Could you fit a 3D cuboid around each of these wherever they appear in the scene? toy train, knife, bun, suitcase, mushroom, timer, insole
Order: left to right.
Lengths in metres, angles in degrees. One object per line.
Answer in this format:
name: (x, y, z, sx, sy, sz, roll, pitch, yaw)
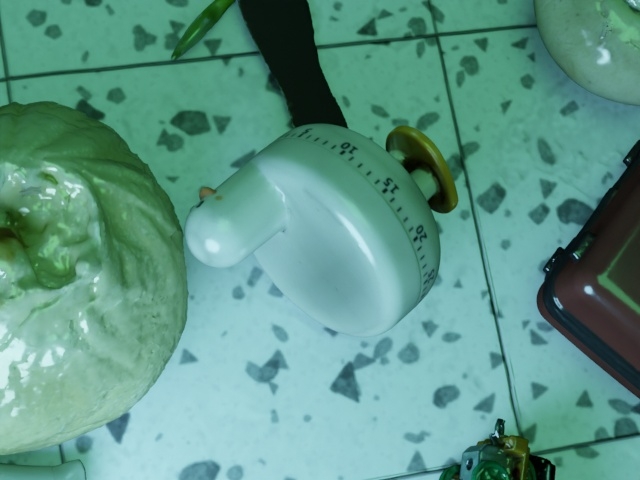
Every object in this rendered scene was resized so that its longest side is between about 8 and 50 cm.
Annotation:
bun: (-0.299, 0.032, 1.428, 0.352, 0.227, 0.349, -40, 89, -16)
knife: (-0.110, -0.272, 1.648, 0.022, 0.026, 0.184, 44, 68, -14)
insole: (-0.034, -0.215, 1.651, 0.086, 0.005, 0.253, -17, 83, -25)
timer: (0.000, 0.000, 1.492, 0.240, 0.233, 0.233, -40, 87, -29)
toy train: (0.199, 0.308, 1.544, 0.136, 0.091, 0.227, 16, 72, -19)
mushroom: (0.372, -0.284, 1.667, 0.246, 0.202, 0.246, 5, 65, -10)
suitcase: (0.408, 0.023, 1.618, 0.236, 0.161, 0.297, 40, 71, -2)

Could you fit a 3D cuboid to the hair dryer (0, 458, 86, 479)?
hair dryer: (-0.345, 0.332, 1.440, 0.206, 0.075, 0.237, 6, 83, -17)
